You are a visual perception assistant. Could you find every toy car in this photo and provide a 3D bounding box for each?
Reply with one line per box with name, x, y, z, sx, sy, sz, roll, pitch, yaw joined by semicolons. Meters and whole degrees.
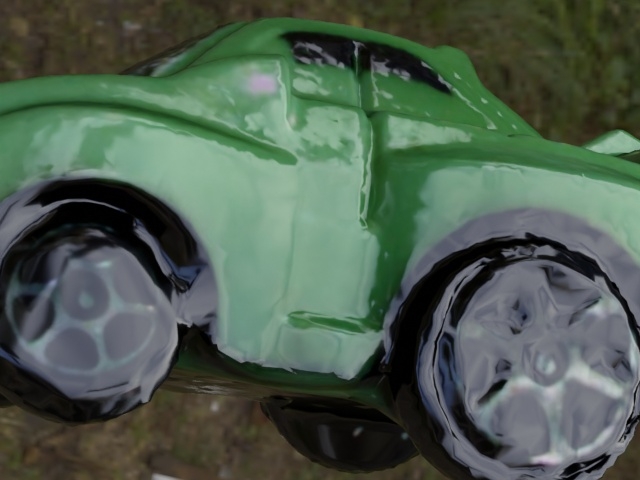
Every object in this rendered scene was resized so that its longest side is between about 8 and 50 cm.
toy car;0.000;0.000;0.658;0.359;0.213;0.176;12;82;-16
